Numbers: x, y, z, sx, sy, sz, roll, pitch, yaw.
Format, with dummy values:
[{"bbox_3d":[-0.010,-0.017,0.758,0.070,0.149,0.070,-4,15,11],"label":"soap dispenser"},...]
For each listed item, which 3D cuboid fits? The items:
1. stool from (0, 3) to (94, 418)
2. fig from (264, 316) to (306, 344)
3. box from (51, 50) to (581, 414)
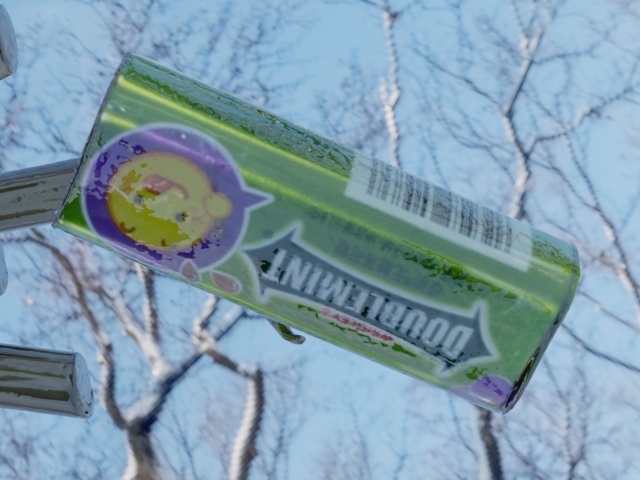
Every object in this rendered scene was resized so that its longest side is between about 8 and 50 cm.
[{"bbox_3d":[-0.335,-0.007,1.237,0.226,0.310,0.310,-11,-34,6],"label":"stool"},{"bbox_3d":[-0.038,0.028,1.151,0.082,0.084,0.098,-12,-74,-43],"label":"fig"},{"bbox_3d":[0.000,0.000,1.020,0.345,0.097,0.134,24,-63,-8],"label":"box"}]
